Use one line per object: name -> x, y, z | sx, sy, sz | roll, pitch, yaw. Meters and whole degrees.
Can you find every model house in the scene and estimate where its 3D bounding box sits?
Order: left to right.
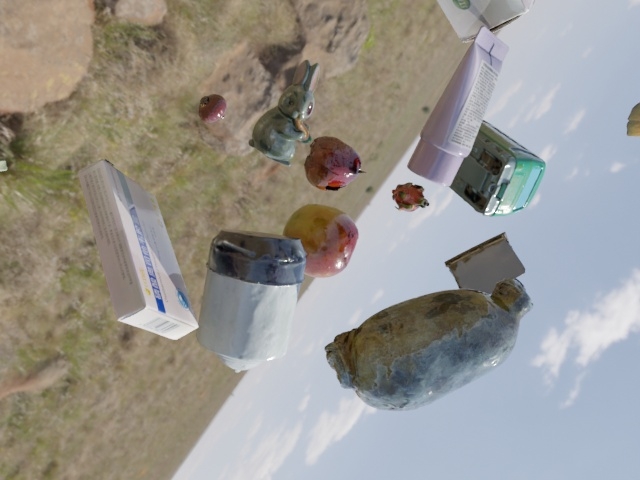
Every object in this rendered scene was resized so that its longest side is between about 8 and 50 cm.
model house -> 0.458, 0.082, 1.672 | 0.181, 0.176, 0.248 | -28, -179, 13

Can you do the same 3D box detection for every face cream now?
face cream -> 0.254, -0.236, 1.096 | 0.154, 0.096, 0.273 | 2, 118, -54

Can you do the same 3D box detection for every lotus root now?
lotus root -> 0.188, 0.171, 0.981 | 0.350, 0.174, 0.175 | -20, 177, -3

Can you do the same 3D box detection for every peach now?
peach -> 0.000, 0.000, 1.828 | 0.231, 0.231, 0.231 | -54, 179, -1

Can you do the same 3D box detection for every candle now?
candle -> -0.158, 0.146, 1.351 | 0.221, 0.222, 0.342 | -49, 150, -82

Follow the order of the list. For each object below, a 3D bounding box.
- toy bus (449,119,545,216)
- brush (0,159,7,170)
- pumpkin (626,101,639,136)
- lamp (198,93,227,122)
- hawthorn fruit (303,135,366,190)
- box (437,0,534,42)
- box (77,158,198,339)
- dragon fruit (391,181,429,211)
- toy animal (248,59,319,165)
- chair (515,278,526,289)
toy bus -> 0.448, -0.221, 1.681 | 0.200, 0.343, 0.183 | -3, 127, -29
brush -> -0.505, -0.107, 0.898 | 0.084, 0.013, 0.016 | -25, 114, -59
pumpkin -> 0.556, -0.200, 0.819 | 0.130, 0.248, 0.126 | 93, 15, -47
lamp -> -0.350, -0.427, 1.962 | 0.101, 0.090, 0.101 | -25, -140, 23
hawthorn fruit -> 0.042, -0.203, 1.651 | 0.148, 0.172, 0.148 | -166, -90, -81
box -> 0.257, -0.555, 1.096 | 0.145, 0.333, 0.173 | -18, -147, 42
box -> -0.367, 0.020, 1.225 | 0.065, 0.343, 0.200 | -28, 155, 7
dragon fruit -> 0.251, -0.119, 1.678 | 0.116, 0.081, 0.086 | 11, -125, 45
toy animal -> -0.072, -0.288, 1.383 | 0.108, 0.138, 0.236 | -97, -155, -53
chair -> 0.546, 0.205, 1.958 | 0.170, 0.160, 0.325 | -50, 153, -6
